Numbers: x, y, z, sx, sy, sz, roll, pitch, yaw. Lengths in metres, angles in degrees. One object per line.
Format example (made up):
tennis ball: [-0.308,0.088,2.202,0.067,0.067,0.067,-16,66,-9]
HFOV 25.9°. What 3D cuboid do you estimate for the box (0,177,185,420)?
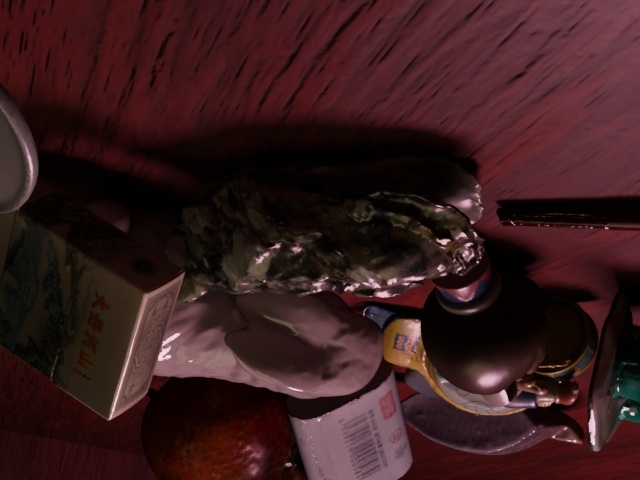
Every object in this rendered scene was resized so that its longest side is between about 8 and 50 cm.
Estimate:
box: [-0.273,0.042,1.398,0.256,0.164,0.069,31,-148,18]

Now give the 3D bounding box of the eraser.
eraser: [0.046,0.291,2.110,0.174,0.081,0.227,-24,135,-11]

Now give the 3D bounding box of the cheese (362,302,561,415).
cheese: [0.178,0.152,1.804,0.270,0.069,0.177,19,132,5]

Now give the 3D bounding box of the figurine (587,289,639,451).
figurine: [0.476,0.179,1.514,0.340,0.231,0.323,8,159,22]

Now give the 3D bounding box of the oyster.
oyster: [-0.006,-0.002,1.335,0.351,0.158,0.162,-11,121,22]

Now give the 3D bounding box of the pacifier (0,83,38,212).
pacifier: [-0.397,-0.076,1.082,0.343,0.269,0.288,-9,131,37]

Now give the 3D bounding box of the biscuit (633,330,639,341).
biscuit: [0.426,0.154,1.787,0.064,0.034,0.199,5,164,14]

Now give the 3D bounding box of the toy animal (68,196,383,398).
toy animal: [-0.108,0.079,1.509,0.358,0.193,0.258,13,160,6]

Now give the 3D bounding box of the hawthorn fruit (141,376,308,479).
hawthorn fruit: [-0.165,0.303,2.241,0.369,0.284,0.285,25,178,41]

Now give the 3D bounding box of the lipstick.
lipstick: [0.250,-0.023,1.313,0.177,0.027,0.027,2,162,28]

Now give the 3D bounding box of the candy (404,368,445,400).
candy: [0.197,0.185,1.943,0.138,0.071,0.174,11,164,-4]

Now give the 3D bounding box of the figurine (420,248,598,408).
figurine: [0.201,0.100,1.553,0.158,0.161,0.275,-40,149,11]

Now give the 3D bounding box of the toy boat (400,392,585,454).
toy boat: [0.294,0.282,2.185,0.294,0.111,0.276,10,173,-41]
